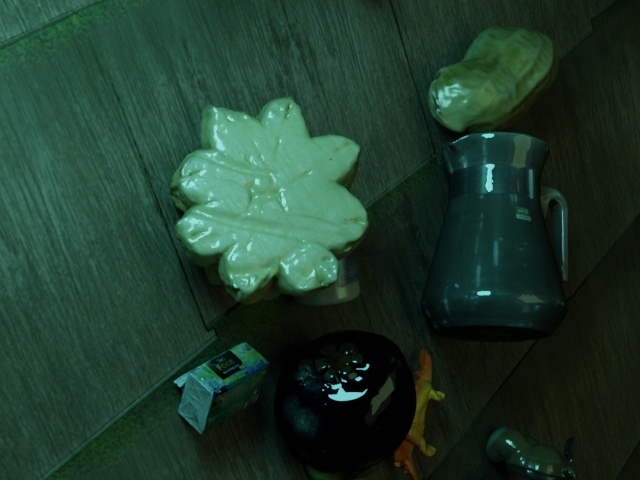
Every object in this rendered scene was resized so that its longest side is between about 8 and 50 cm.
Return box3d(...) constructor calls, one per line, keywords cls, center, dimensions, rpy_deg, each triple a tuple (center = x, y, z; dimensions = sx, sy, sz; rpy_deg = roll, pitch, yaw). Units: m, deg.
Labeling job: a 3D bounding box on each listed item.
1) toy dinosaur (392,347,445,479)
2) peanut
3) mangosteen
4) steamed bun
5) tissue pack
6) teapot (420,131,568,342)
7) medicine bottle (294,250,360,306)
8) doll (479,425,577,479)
box3d(cls="toy dinosaur", center=(0.148, 0.319, 1.723), dimensions=(0.117, 0.070, 0.288), rpy_deg=(25, 67, -35))
box3d(cls="peanut", center=(0.326, -0.290, 1.866), dimensions=(0.340, 0.158, 0.174), rpy_deg=(-49, 146, -33))
box3d(cls="mangosteen", center=(0.038, 0.250, 1.493), dimensions=(0.243, 0.243, 0.243), rpy_deg=(0, 89, -49))
box3d(cls="steamed bun", center=(-0.073, -0.054, 1.389), dimensions=(0.292, 0.137, 0.295), rpy_deg=(-41, 85, -22))
box3d(cls="tissue pack", center=(-0.141, 0.195, 1.382), dimensions=(0.111, 0.079, 0.085), rpy_deg=(-26, 144, -45))
box3d(cls="teapot", center=(0.329, 0.003, 1.795), dimensions=(0.300, 0.253, 0.344), rpy_deg=(11, 76, -33))
box3d(cls="medicine bottle", center=(0.000, 0.000, 1.521), dimensions=(0.103, 0.103, 0.186), rpy_deg=(-16, 102, -48))
box3d(cls="doll", center=(0.406, 0.532, 1.939), dimensions=(0.235, 0.174, 0.330), rpy_deg=(30, 66, -52))
